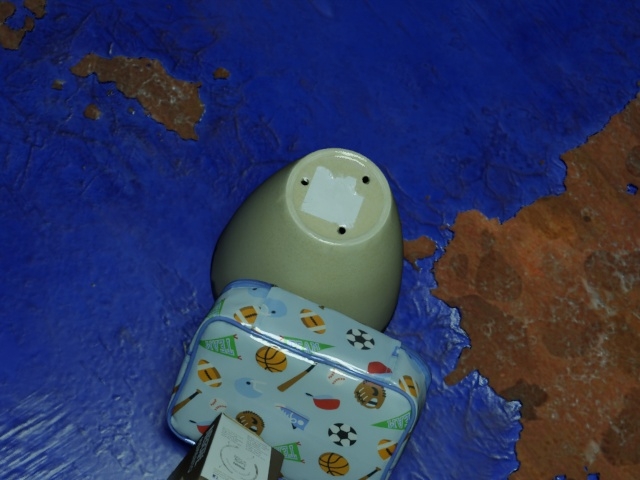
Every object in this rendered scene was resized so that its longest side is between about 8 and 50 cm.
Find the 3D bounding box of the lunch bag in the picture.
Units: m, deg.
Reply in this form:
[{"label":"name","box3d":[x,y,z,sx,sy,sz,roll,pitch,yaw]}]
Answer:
[{"label":"lunch bag","box3d":[-0.035,0.192,1.800,0.303,0.243,0.115,24,36,2]}]

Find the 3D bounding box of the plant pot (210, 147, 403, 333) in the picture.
[{"label":"plant pot","box3d":[0.000,0.000,1.851,0.257,0.274,0.256,3,68,-8]}]

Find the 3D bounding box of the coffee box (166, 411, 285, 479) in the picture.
[{"label":"coffee box","box3d":[-0.133,0.330,1.692,0.098,0.141,0.246,35,26,-9]}]
